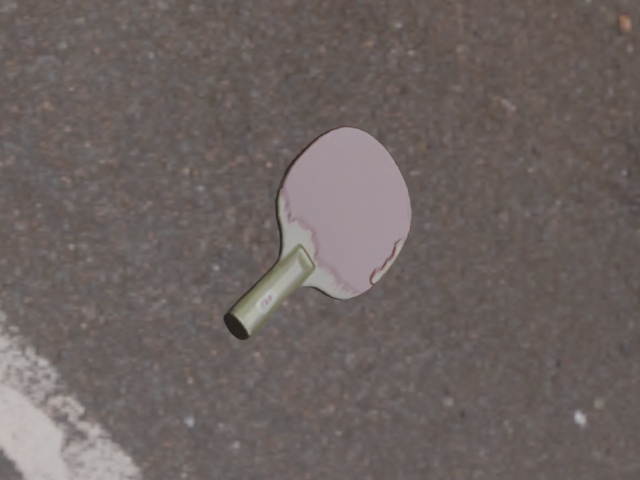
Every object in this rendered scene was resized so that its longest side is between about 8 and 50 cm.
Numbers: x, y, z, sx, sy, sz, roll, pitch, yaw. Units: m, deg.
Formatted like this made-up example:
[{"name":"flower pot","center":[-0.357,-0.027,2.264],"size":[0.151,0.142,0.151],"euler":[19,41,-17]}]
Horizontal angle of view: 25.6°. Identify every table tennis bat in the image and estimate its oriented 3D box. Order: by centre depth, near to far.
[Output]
[{"name":"table tennis bat","center":[0.000,0.000,1.140],"size":[0.234,0.022,0.131],"euler":[-47,113,-37]}]
